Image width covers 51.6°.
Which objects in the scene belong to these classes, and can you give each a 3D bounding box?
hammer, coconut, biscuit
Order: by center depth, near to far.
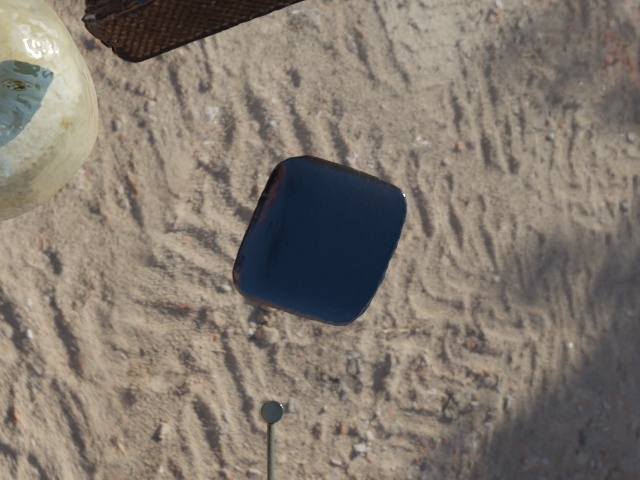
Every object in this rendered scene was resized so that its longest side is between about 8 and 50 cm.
[{"bbox_3d":[-0.042,0.189,0.546,0.019,0.035,0.110,3,73,-7],"label":"hammer"},{"bbox_3d":[-0.121,-0.338,0.857,0.107,0.388,0.073,37,40,-66],"label":"biscuit"},{"bbox_3d":[-0.554,-0.215,1.060,0.344,0.415,0.415,40,67,-9],"label":"coconut"}]

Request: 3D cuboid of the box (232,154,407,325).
[{"bbox_3d":[0.000,0.000,0.889,0.201,0.042,0.213,19,92,-10],"label":"box"}]
